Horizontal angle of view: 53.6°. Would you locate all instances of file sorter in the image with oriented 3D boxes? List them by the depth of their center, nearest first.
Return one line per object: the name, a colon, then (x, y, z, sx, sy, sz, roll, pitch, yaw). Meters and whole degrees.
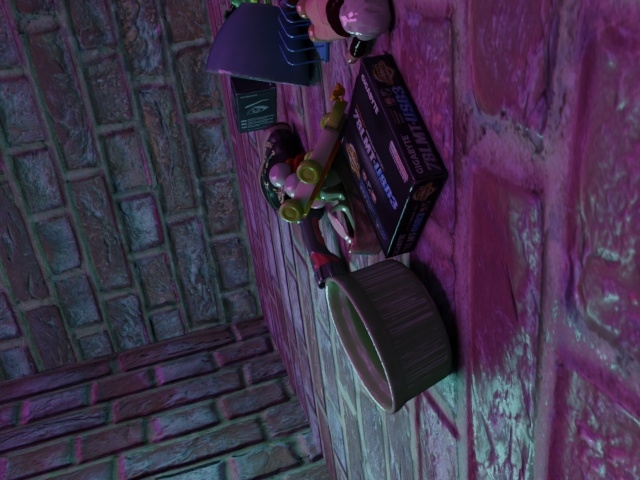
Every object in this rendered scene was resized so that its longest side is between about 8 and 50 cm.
file sorter: (-0.044, -0.535, 1.559, 0.170, 0.104, 0.118, 91, 161, -50)

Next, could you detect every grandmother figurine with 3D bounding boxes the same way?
grandmother figurine: (0.045, -0.461, 1.283, 0.208, 0.104, 0.342, 52, 177, -28)

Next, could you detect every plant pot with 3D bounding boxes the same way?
plant pot: (-0.162, -0.543, 1.750, 0.290, 0.290, 0.196, -138, 55, -69)

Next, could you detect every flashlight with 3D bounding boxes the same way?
flashlight: (0.000, 0.000, 1.960, 0.103, 0.103, 0.304, 36, -147, -53)

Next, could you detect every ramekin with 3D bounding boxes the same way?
ramekin: (0.140, 0.187, 1.309, 0.303, 0.148, 0.303, 61, 166, 26)

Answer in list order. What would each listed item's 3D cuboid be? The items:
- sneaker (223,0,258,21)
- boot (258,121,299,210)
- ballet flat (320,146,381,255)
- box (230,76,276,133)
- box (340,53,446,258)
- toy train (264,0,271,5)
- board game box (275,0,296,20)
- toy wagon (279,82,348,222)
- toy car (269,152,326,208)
sneaker: (-0.294, -0.808, 2.323, 0.295, 0.123, 0.109, 99, 154, -61)
boot: (-0.114, -0.181, 2.184, 0.377, 0.138, 0.284, 98, 156, -45)
ballet flat: (0.060, -0.100, 1.548, 0.108, 0.106, 0.316, 97, 156, -56)
box: (-0.249, -0.518, 2.369, 0.207, 0.153, 0.108, 97, 157, -54)
box: (0.132, -0.159, 1.261, 0.293, 0.073, 0.296, 99, 154, -62)
toy train: (-0.172, -0.767, 2.060, 0.017, 0.023, 0.083, -134, 32, -66)
board game box: (-0.100, -0.681, 1.819, 0.259, 0.039, 0.124, 91, 161, -57)
toy wagon: (0.000, -0.205, 1.497, 0.267, 0.068, 0.344, -70, 6, -51)
toy car: (-0.047, -0.188, 1.887, 0.182, 0.159, 0.136, 36, 98, 42)
